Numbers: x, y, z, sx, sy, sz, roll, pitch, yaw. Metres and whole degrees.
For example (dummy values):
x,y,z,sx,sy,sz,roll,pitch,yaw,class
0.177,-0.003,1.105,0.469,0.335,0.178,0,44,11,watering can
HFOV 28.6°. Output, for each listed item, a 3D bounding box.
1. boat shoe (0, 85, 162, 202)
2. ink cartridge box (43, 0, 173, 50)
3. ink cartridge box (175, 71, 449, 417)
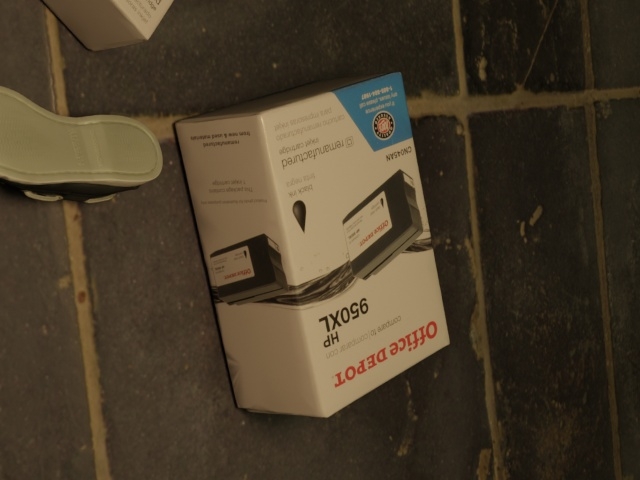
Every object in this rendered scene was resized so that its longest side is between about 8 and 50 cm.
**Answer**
x,y,z,sx,sy,sz,roll,pitch,yaw,class
-0.314,-0.093,1.377,0.302,0.091,0.114,13,60,-45,boat shoe
-0.231,-0.392,1.454,0.201,0.117,0.278,48,55,-35,ink cartridge box
0.000,0.000,1.663,0.285,0.166,0.395,-24,107,-45,ink cartridge box
